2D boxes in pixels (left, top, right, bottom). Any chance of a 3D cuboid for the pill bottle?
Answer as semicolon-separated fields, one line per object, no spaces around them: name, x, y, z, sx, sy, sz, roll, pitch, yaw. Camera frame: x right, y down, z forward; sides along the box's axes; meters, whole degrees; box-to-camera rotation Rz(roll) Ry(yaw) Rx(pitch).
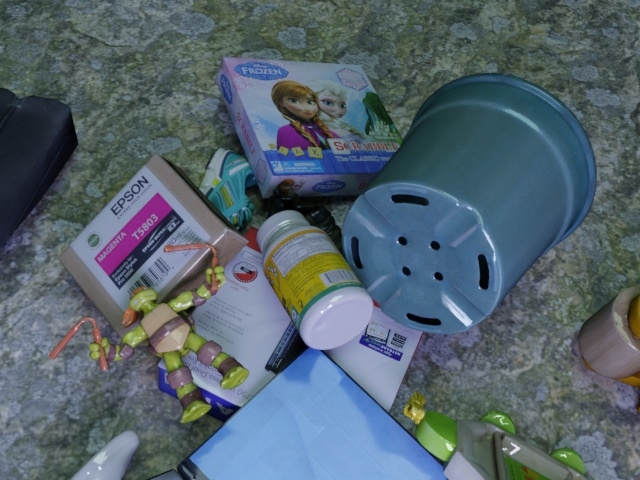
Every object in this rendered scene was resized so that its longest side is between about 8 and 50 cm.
pill bottle;-0.017;0.052;1.119;0.117;0.118;0.208;-16;49;-22

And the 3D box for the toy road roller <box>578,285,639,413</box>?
toy road roller;0.570;0.240;1.156;0.329;0.202;0.241;22;63;4

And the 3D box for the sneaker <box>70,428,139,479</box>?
sneaker;-0.300;0.353;0.985;0.094;0.080;0.212;38;62;4

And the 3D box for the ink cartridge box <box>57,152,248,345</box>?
ink cartridge box;-0.262;0.015;1.164;0.235;0.088;0.193;-47;69;2

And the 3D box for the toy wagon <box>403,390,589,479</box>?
toy wagon;0.260;0.321;1.015;0.344;0.068;0.267;28;13;4

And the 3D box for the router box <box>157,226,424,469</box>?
router box;-0.031;0.168;1.163;0.335;0.082;0.301;24;52;8

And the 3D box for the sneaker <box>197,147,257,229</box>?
sneaker;-0.171;-0.054;1.299;0.109;0.107;0.275;21;52;-7

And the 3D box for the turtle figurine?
turtle figurine;-0.217;0.144;1.038;0.269;0.087;0.217;-34;70;-18

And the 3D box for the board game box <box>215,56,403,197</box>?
board game box;-0.008;-0.223;1.442;0.318;0.066;0.318;-4;53;-29

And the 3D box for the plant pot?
plant pot;0.221;-0.045;1.175;0.341;0.341;0.334;32;43;14

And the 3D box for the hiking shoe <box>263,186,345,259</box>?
hiking shoe;0.000;0.000;1.278;0.226;0.114;0.086;29;54;12

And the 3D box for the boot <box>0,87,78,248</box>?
boot;-0.649;-0.096;1.202;0.366;0.146;0.445;21;55;-7

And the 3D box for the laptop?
laptop;-0.010;0.340;0.868;0.382;0.408;0.236;41;98;17
